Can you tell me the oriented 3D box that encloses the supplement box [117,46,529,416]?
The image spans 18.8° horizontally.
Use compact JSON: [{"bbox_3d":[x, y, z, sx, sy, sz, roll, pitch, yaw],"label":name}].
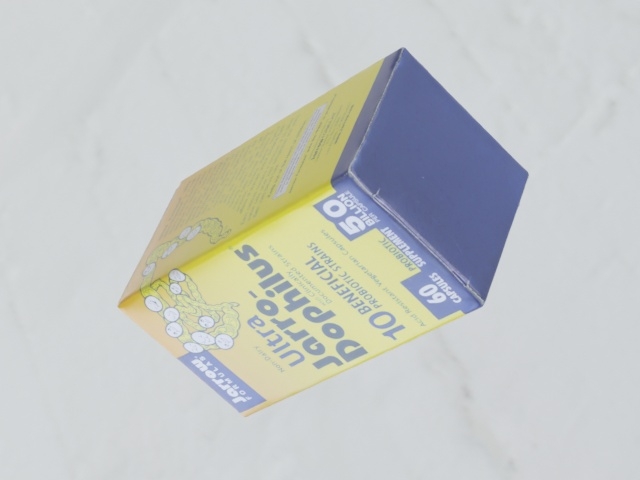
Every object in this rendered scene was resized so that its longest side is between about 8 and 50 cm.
[{"bbox_3d":[0.000,0.000,1.931,0.356,0.194,0.195,-29,-153,41],"label":"supplement box"}]
